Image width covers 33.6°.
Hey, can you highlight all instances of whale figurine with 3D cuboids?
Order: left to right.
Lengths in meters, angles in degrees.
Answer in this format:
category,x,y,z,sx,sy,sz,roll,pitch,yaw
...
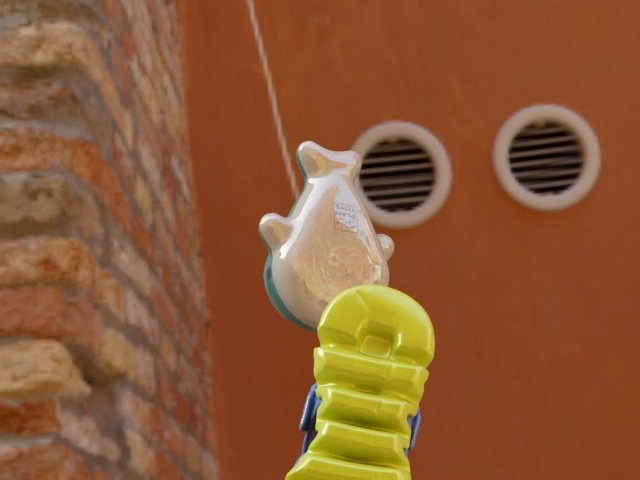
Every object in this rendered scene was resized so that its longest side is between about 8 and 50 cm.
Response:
category,x,y,z,sx,sy,sz,roll,pitch,yaw
whale figurine,0.000,0.000,1.513,0.216,0.272,0.141,8,-20,-28

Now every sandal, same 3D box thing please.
category,x,y,z,sx,sy,sz,roll,pitch,yaw
sandal,0.023,0.202,0.887,0.126,0.317,0.138,17,-30,7
